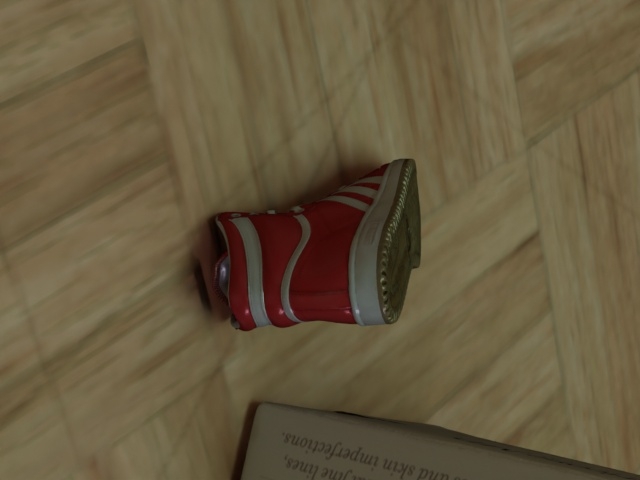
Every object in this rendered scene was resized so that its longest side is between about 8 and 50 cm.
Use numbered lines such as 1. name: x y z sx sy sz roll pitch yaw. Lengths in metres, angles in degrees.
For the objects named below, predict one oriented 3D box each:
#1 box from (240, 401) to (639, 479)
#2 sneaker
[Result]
1. box: 0.062 0.163 0.534 0.119 0.181 0.182 15 85 -50
2. sneaker: 0.000 0.000 0.550 0.118 0.067 0.042 -58 142 -70
